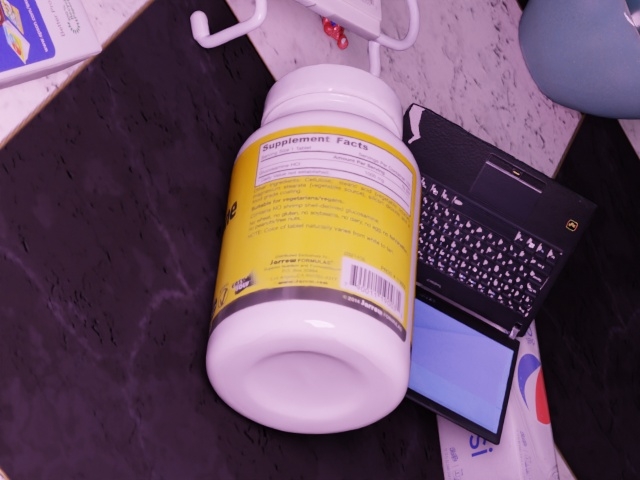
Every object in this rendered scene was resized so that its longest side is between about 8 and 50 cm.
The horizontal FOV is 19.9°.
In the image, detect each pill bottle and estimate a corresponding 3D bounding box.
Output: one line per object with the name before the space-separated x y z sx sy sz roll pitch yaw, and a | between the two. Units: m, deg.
pill bottle | 0.000 0.000 1.736 0.188 0.188 0.334 41 40 -37

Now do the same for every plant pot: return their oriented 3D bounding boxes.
plant pot | 0.387 -0.284 2.489 0.290 0.195 0.290 33 46 -43

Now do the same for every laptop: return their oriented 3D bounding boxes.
laptop | 0.139 0.031 1.890 0.234 0.264 0.136 29 6 -9

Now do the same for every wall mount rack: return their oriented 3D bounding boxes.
wall mount rack | -0.042 -0.320 1.936 0.350 0.130 0.304 22 58 -50

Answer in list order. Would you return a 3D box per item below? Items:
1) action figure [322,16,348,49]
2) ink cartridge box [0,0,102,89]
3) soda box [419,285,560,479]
action figure | 0.011 -0.271 2.071 0.038 0.030 0.115 -1 74 -62
ink cartridge box | -0.329 -0.194 1.471 0.371 0.069 0.176 -29 97 -61
soda box | 0.188 0.175 2.003 0.091 0.098 0.286 24 51 -49
